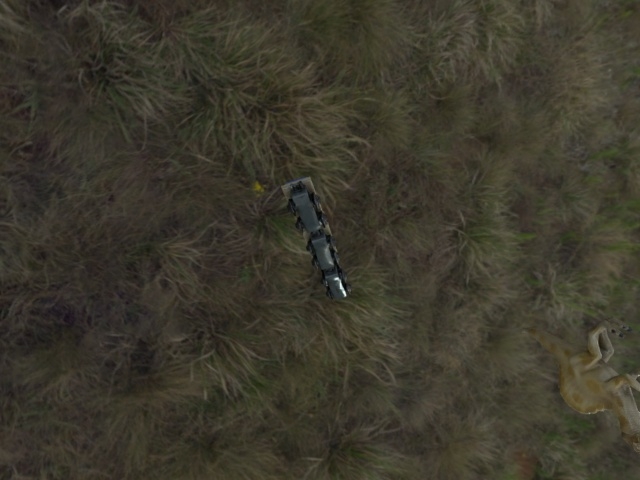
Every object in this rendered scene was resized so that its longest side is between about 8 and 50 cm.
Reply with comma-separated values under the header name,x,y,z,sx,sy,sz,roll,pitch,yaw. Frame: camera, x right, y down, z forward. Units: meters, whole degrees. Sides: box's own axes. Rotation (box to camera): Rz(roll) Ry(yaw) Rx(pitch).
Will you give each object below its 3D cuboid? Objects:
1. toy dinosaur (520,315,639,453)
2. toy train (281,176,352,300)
name,x,y,z,sx,sy,sz,roll,pitch,yaw
toy dinosaur,0.261,0.118,0.470,0.053,0.183,0.092,15,114,-30
toy train,0.000,0.000,0.416,0.027,0.036,0.158,-16,141,5
